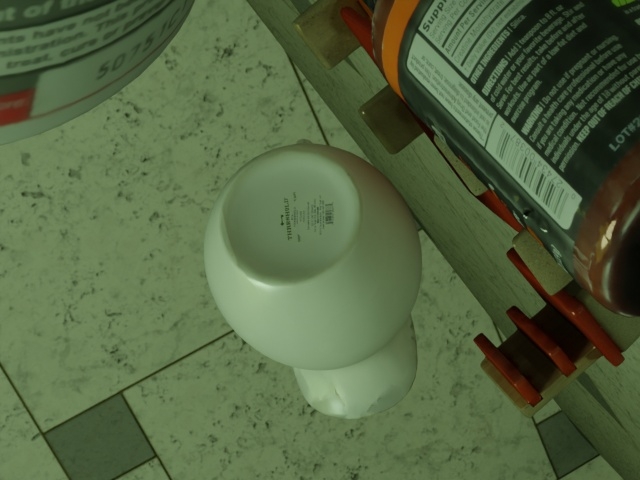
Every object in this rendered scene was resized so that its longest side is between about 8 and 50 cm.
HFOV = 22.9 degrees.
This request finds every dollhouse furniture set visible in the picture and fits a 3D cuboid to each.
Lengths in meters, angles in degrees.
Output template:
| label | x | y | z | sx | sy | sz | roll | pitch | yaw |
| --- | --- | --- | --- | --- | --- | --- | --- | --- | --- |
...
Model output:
| label | x | y | z | sx | sy | sz | roll | pitch | yaw |
| --- | --- | --- | --- | --- | --- | --- | --- | --- | --- |
| dollhouse furniture set | 0.096 | -0.032 | 0.927 | 0.259 | 0.135 | 0.262 | 51 | 180 | -27 |

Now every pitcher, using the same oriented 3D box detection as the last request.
| label | x | y | z | sx | sy | sz | roll | pitch | yaw |
| --- | --- | --- | --- | --- | --- | --- | --- | --- | --- |
| pitcher | 0.000 | 0.000 | 0.971 | 0.207 | 0.125 | 0.177 | 62 | -161 | -66 |

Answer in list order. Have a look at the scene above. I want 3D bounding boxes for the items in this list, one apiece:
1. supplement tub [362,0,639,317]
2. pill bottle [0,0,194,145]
| label | x | y | z | sx | sy | sz | roll | pitch | yaw |
| --- | --- | --- | --- | --- | --- | --- | --- | --- | --- |
| supplement tub | 0.091 | -0.069 | 0.619 | 0.198 | 0.106 | 0.106 | 51 | 180 | 35 |
| pill bottle | -0.071 | -0.151 | 0.298 | 0.161 | 0.161 | 0.283 | 50 | 150 | 11 |
